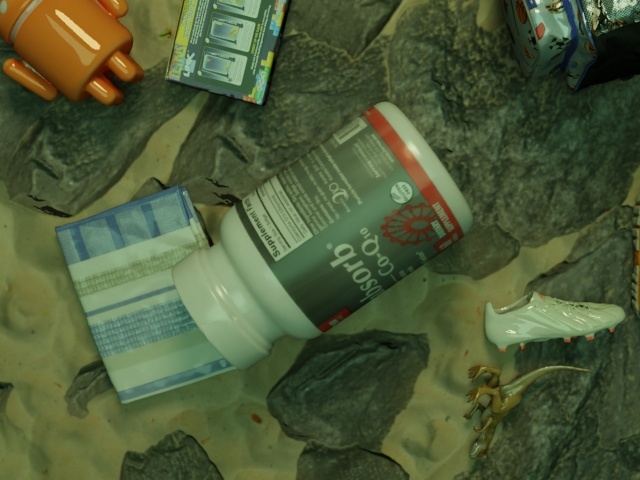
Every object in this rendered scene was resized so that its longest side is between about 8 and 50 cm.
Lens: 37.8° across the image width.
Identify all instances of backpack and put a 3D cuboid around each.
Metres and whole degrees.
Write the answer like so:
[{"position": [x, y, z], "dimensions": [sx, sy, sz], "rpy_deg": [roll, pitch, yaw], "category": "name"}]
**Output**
[{"position": [0.325, -0.335, 1.172], "dimensions": [0.213, 0.276, 0.263], "rpy_deg": [-9, 85, 2], "category": "backpack"}]

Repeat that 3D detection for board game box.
[{"position": [-0.125, -0.284, 1.287], "dimensions": [0.141, 0.048, 0.170], "rpy_deg": [16, 99, 2], "category": "board game box"}]

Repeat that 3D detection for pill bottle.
[{"position": [0.000, 0.000, 1.234], "dimensions": [0.363, 0.210, 0.210], "rpy_deg": [-35, 95, 4], "category": "pill bottle"}]

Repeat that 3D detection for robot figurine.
[{"position": [-0.343, -0.274, 1.256], "dimensions": [0.219, 0.128, 0.158], "rpy_deg": [43, 135, -4], "category": "robot figurine"}]

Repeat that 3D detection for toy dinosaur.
[{"position": [0.270, 0.221, 1.347], "dimensions": [0.112, 0.064, 0.211], "rpy_deg": [33, 108, -21], "category": "toy dinosaur"}]

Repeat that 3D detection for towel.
[{"position": [-0.240, 0.081, 1.350], "dimensions": [0.209, 0.034, 0.285], "rpy_deg": [-19, 97, 4], "category": "towel"}]

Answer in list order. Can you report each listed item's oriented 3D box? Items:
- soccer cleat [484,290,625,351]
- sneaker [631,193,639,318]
[{"position": [0.328, 0.105, 1.318], "dimensions": [0.196, 0.068, 0.076], "rpy_deg": [-10, 95, 6], "category": "soccer cleat"}, {"position": [0.482, 0.007, 1.294], "dimensions": [0.083, 0.084, 0.214], "rpy_deg": [-2, 108, 0], "category": "sneaker"}]
